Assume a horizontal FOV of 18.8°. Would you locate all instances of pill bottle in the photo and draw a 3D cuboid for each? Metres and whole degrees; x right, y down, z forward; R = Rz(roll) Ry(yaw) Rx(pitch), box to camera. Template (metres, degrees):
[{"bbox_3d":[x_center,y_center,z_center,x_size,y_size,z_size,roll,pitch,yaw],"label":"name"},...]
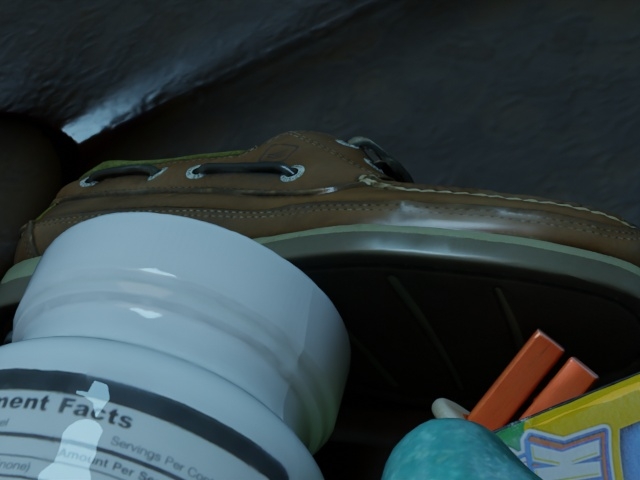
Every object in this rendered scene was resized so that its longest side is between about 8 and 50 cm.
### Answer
[{"bbox_3d":[-0.086,0.136,0.687,0.162,0.162,0.278,-1,48,25],"label":"pill bottle"}]

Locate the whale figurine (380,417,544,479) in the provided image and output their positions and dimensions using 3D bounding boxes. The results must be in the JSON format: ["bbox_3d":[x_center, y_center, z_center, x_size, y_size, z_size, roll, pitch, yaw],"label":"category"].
[{"bbox_3d":[-0.011,0.164,0.452,0.216,0.141,0.272,24,80,40],"label":"whale figurine"}]

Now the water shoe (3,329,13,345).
[{"bbox_3d":[-0.196,0.083,0.847,0.203,0.080,0.073,-15,44,13],"label":"water shoe"}]

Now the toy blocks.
[{"bbox_3d":[0.095,0.079,0.696,0.148,0.054,0.123,-50,45,5],"label":"toy blocks"}]

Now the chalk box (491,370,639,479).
[{"bbox_3d":[0.118,0.109,0.567,0.213,0.132,0.132,-25,72,15],"label":"chalk box"}]

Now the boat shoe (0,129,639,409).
[{"bbox_3d":[0.000,0.000,0.809,0.307,0.110,0.104,0,50,25],"label":"boat shoe"}]
